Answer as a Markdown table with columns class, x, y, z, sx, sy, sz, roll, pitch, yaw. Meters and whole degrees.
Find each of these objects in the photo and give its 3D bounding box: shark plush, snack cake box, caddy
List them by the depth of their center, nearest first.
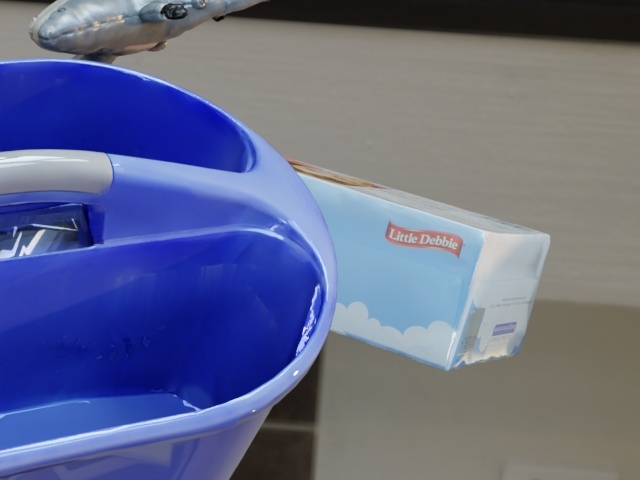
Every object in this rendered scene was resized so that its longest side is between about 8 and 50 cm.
| class | x | y | z | sx | sy | sz | roll | pitch | yaw |
| --- | --- | --- | --- | --- | --- | --- | --- | --- | --- |
| caddy | -0.159 | 0.024 | 0.658 | 0.241 | 0.341 | 0.179 | 59 | -37 | 33 |
| shark plush | -0.103 | -0.134 | 0.866 | 0.067 | 0.161 | 0.073 | -170 | -100 | -65 |
| snack cake box | 0.000 | 0.000 | 0.910 | 0.152 | 0.264 | 0.089 | 0 | 107 | -65 |
